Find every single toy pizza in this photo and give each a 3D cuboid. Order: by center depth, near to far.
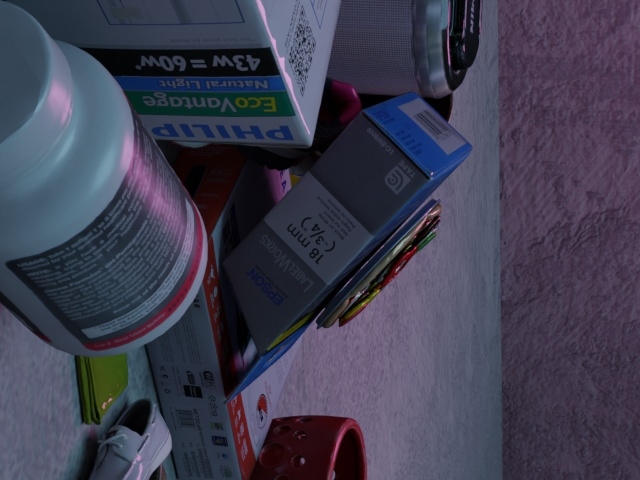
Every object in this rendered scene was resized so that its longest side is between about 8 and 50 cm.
[{"bbox_3d":[0.071,0.033,1.813,0.201,0.032,0.201,-46,176,-4],"label":"toy pizza"}]

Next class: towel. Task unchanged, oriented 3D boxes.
[{"bbox_3d":[-0.209,0.051,1.543,0.102,0.021,0.237,-52,143,-63],"label":"towel"}]

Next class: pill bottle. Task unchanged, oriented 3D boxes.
[{"bbox_3d":[-0.209,-0.044,1.222,0.318,0.176,0.176,63,34,-63],"label":"pill bottle"}]

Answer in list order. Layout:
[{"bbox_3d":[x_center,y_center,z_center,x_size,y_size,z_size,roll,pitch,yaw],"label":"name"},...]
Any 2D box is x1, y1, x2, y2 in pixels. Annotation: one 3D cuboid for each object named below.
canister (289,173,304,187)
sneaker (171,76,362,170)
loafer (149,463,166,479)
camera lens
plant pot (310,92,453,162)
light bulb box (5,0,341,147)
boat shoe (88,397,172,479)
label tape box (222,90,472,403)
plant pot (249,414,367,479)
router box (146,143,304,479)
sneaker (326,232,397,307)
[{"bbox_3d":[0.004,-0.048,2.019,0.126,0.170,0.073,2,92,-75],"label":"canister"},{"bbox_3d":[-0.080,-0.159,1.658,0.299,0.112,0.121,10,62,-52],"label":"sneaker"},{"bbox_3d":[-0.179,0.292,1.649,0.050,0.056,0.148,48,48,-61],"label":"loafer"},{"bbox_3d":[0.047,-0.284,1.911,0.219,0.274,0.219,5,90,-76],"label":"camera lens"},{"bbox_3d":[0.065,-0.157,2.211,0.230,0.215,0.215,92,6,-74],"label":"plant pot"},{"bbox_3d":[-0.118,-0.321,1.392,0.361,0.225,0.358,69,28,-59],"label":"light bulb box"},{"bbox_3d":[-0.192,0.210,1.576,0.184,0.066,0.063,-48,126,-63],"label":"boat shoe"},{"bbox_3d":[0.000,0.000,1.743,0.334,0.106,0.240,-47,175,18],"label":"label tape box"},{"bbox_3d":[-0.048,0.297,1.910,0.191,0.174,0.191,5,90,-75],"label":"plant pot"},{"bbox_3d":[-0.104,0.053,1.813,0.301,0.082,0.335,-69,157,-48],"label":"router box"},{"bbox_3d":[0.023,0.003,2.290,0.283,0.110,0.122,-62,134,-62],"label":"sneaker"}]
